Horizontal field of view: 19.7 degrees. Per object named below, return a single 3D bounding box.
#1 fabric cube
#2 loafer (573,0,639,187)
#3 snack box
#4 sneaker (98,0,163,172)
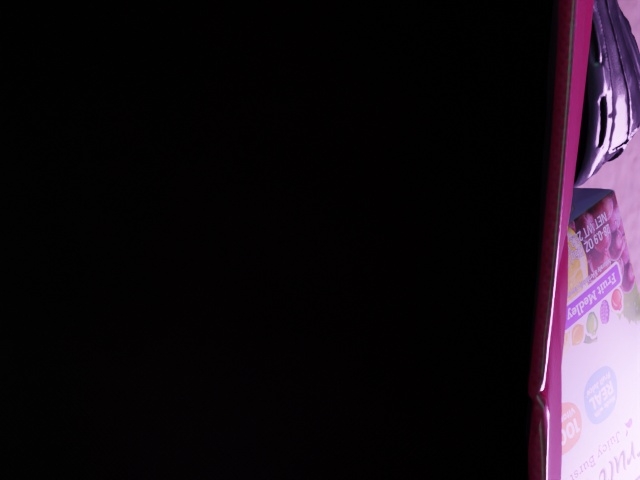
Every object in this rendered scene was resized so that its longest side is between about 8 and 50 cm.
[{"bbox_3d":[-0.057,0.006,0.506,0.258,0.254,0.259,-44,137,-78],"label":"fabric cube"},{"bbox_3d":[0.108,-0.124,0.931,0.078,0.076,0.223,-59,134,-37],"label":"loafer"},{"bbox_3d":[0.102,0.100,0.943,0.174,0.070,0.207,-34,117,-38],"label":"snack box"},{"bbox_3d":[0.000,0.000,0.738,0.178,0.124,0.295,-25,109,-33],"label":"sneaker"}]
